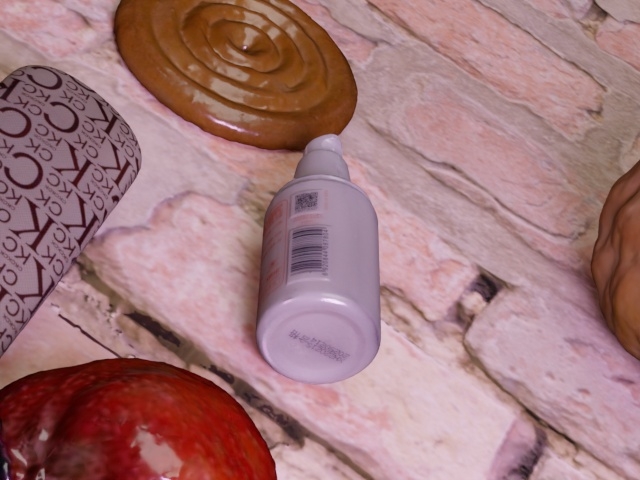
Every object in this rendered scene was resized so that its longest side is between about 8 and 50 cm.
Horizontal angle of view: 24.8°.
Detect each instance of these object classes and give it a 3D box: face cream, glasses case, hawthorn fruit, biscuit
[{"bbox_3d":[0.000,0.000,1.230,0.101,0.101,0.252,19,38,-14],"label":"face cream"},{"bbox_3d":[-0.244,-0.018,1.089,0.137,0.085,0.355,39,36,-9],"label":"glasses case"},{"bbox_3d":[-0.117,0.166,0.920,0.189,0.189,0.251,52,23,26],"label":"hawthorn fruit"},{"bbox_3d":[-0.078,-0.187,1.442,0.262,0.037,0.262,18,39,-15],"label":"biscuit"}]

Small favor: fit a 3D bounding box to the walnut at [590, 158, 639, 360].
[{"bbox_3d":[0.397,0.025,1.336,0.296,0.285,0.285,41,38,24],"label":"walnut"}]
